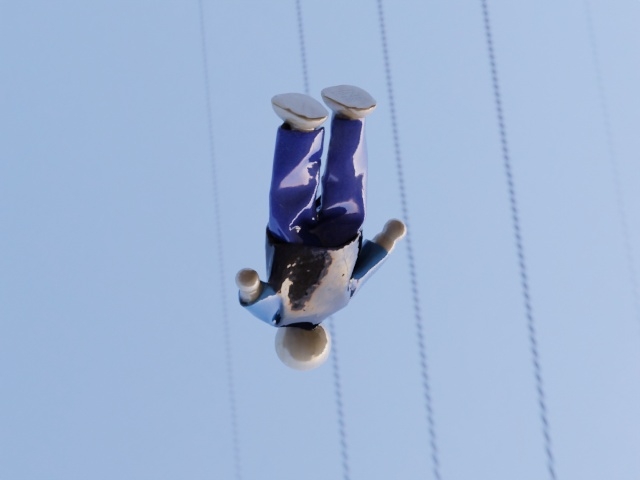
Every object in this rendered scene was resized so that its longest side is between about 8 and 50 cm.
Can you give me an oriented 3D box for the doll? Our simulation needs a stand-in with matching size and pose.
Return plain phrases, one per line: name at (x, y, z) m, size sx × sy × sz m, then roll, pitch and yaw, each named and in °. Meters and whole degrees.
doll at (0.000, 0.000, 0.922) m, size 0.129 × 0.189 × 0.046 m, roll -14°, pitch -147°, yaw -35°
